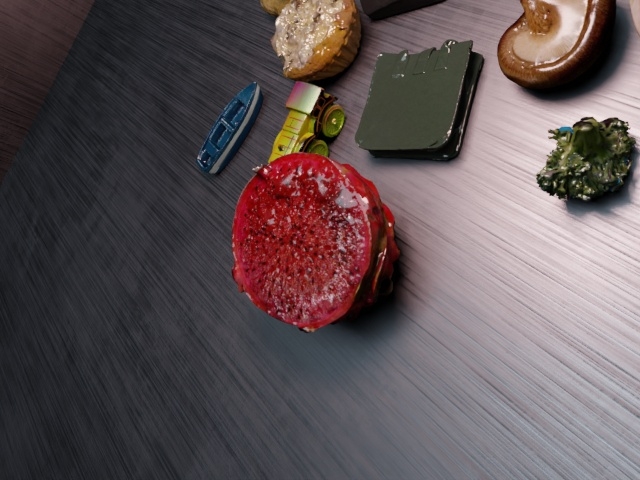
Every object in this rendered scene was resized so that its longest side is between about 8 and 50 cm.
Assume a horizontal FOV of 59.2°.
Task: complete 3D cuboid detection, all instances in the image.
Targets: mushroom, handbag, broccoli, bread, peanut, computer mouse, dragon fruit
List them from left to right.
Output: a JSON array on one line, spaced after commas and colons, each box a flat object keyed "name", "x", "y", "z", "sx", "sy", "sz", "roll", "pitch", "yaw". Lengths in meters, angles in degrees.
[{"name": "peanut", "x": -0.087, "y": -0.674, "z": 1.601, "sx": 0.229, "sy": 0.098, "sz": 0.103, "roll": 37, "pitch": 121, "yaw": 38}, {"name": "bread", "x": -0.001, "y": -0.528, "z": 1.448, "sx": 0.274, "sy": 0.149, "sz": 0.274, "roll": -17, "pitch": 65, "yaw": 41}, {"name": "dragon fruit", "x": 0.000, "y": 0.000, "z": 1.214, "sx": 0.386, "sy": 0.249, "sz": 0.371, "roll": -28, "pitch": 75, "yaw": 34}, {"name": "computer mouse", "x": 0.207, "y": -0.644, "z": 1.347, "sx": 0.269, "sy": 0.100, "sz": 0.170, "roll": -3, "pitch": 72, "yaw": 39}, {"name": "handbag", "x": 0.212, "y": -0.309, "z": 1.246, "sx": 0.247, "sy": 0.079, "sz": 0.260, "roll": 9, "pitch": 81, "yaw": 40}, {"name": "mushroom", "x": 0.448, "y": -0.385, "z": 1.052, "sx": 0.231, "sy": 0.138, "sz": 0.194, "roll": -44, "pitch": 65, "yaw": 33}, {"name": "broccoli", "x": 0.445, "y": -0.149, "z": 0.948, "sx": 0.167, "sy": 0.160, "sz": 0.154, "roll": -9, "pitch": 51, "yaw": 18}]

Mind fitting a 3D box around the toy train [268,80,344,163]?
[{"name": "toy train", "x": -0.049, "y": -0.235, "z": 1.384, "sx": 0.100, "sy": 0.160, "sz": 0.296, "roll": 25, "pitch": 92, "yaw": 35}]

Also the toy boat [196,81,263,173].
[{"name": "toy boat", "x": -0.256, "y": -0.328, "z": 1.647, "sx": 0.299, "sy": 0.061, "sz": 0.096, "roll": -54, "pitch": 49, "yaw": 13}]

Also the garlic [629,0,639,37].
[{"name": "garlic", "x": 0.642, "y": -0.382, "z": 0.880, "sx": 0.325, "sy": 0.132, "sz": 0.279, "roll": 14, "pitch": 84, "yaw": 39}]
